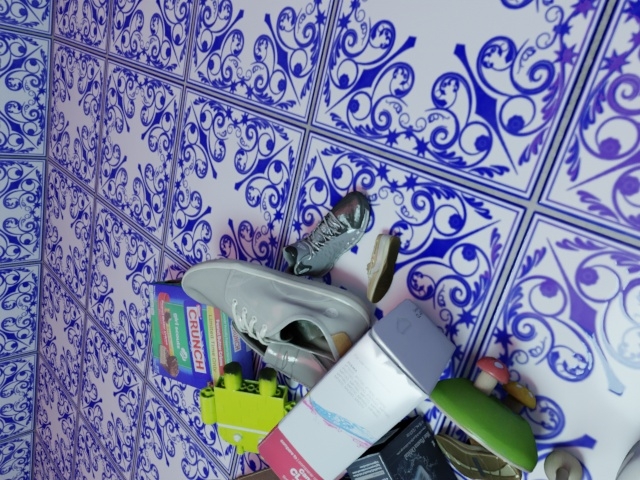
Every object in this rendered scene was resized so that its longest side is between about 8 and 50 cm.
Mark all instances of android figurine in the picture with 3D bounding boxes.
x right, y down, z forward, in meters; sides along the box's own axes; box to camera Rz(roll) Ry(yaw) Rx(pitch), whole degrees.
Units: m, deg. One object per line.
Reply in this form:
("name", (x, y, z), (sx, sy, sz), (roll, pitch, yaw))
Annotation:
("android figurine", (-0.163, 0.410, 1.125), (0.248, 0.056, 0.273), (8, 117, 8))

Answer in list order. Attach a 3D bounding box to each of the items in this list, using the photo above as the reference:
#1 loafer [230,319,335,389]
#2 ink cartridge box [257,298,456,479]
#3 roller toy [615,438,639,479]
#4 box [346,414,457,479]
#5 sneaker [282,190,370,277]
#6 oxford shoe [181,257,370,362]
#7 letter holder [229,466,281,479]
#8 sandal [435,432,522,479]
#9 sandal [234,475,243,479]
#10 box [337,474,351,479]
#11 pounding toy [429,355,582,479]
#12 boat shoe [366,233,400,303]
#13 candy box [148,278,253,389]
("loafer", (-0.076, 0.251, 1.060), (0.319, 0.111, 0.112), (27, 112, 37))
("ink cartridge box", (0.065, 0.264, 0.817), (0.131, 0.226, 0.306), (47, 114, 13))
("roller toy", (0.455, 0.325, 0.562), (0.191, 0.146, 0.210), (-34, 66, 30))
("box", (0.150, 0.421, 0.839), (0.093, 0.156, 0.158), (-38, 74, 37))
("sneaker", (0.000, 0.000, 0.947), (0.086, 0.132, 0.229), (50, 125, 27))
("oxford shoe", (-0.120, 0.143, 0.989), (0.448, 0.130, 0.169), (11, 143, 24))
("letter holder", (-0.088, 0.690, 1.083), (0.152, 0.214, 0.302), (91, 161, -50))
("sandal", (0.267, 0.360, 0.798), (0.180, 0.049, 0.072), (-20, 95, 60))
("sandal", (-0.273, 0.754, 1.318), (0.120, 0.086, 0.303), (47, 123, 28))
("box", (0.051, 0.644, 0.867), (0.182, 0.296, 0.294), (-20, 82, 42))
("pounding toy", (0.287, 0.258, 0.717), (0.236, 0.183, 0.110), (34, 90, 34))
("boat shoe", (0.113, 0.052, 0.911), (0.045, 0.050, 0.136), (24, 101, 42))
("candy box", (-0.329, 0.247, 1.285), (0.317, 0.122, 0.269), (0, 95, 41))
